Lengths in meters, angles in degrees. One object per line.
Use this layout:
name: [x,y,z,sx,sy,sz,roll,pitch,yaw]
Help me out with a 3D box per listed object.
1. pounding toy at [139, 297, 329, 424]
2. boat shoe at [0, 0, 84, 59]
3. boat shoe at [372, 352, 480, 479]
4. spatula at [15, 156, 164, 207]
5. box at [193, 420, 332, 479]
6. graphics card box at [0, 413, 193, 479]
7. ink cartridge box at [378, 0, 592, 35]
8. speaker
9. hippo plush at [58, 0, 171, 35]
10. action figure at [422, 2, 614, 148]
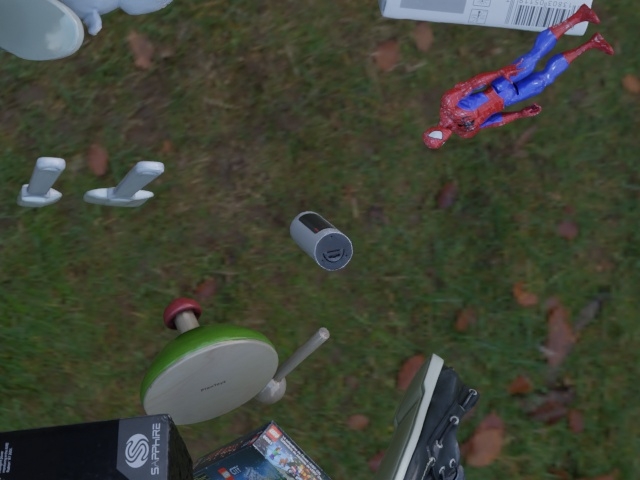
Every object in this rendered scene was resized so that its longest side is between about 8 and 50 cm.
pounding toy: [-0.135,0.140,1.801,0.237,0.183,0.110,-3,52,-35]
boat shoe: [-0.365,-0.262,1.651,0.081,0.227,0.079,-19,118,-63]
boat shoe: [0.148,0.297,1.900,0.113,0.127,0.340,31,34,-4]
spatula: [-0.189,-0.034,0.921,0.168,0.242,0.019,4,86,-14]
box: [-0.067,0.323,1.769,0.159,0.233,0.044,47,56,-6]
graphics card box: [-0.281,0.264,1.034,0.371,0.094,0.233,-8,53,6]
ink cartridge box: [0.133,-0.269,1.245,0.181,0.225,0.056,4,128,-8]
speaker: [0.000,0.000,1.948,0.055,0.136,0.055,-4,105,-15]
hippo plush: [-0.262,-0.366,1.751,0.294,0.234,0.236,-9,137,-21]
action figure: [0.106,-0.085,0.767,0.115,0.030,0.038,-32,132,5]
